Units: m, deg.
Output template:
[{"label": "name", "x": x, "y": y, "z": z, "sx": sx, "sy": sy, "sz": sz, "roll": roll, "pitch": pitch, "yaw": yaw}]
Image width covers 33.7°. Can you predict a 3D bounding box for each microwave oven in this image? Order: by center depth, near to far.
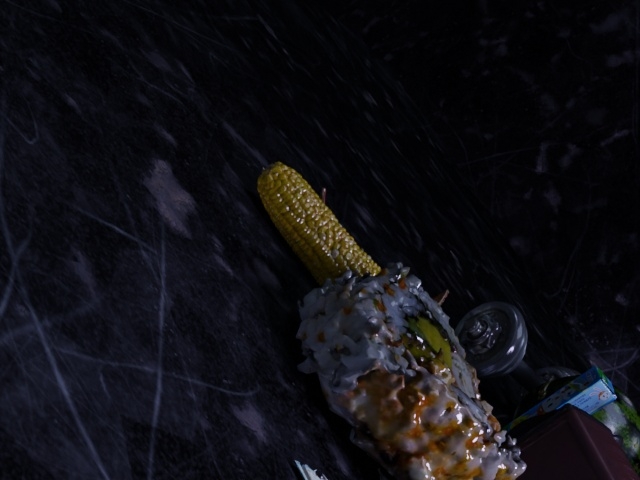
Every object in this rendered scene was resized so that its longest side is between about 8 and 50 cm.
[{"label": "microwave oven", "x": 0.383, "y": 0.407, "z": 1.724, "sx": 0.178, "sy": 0.247, "sz": 0.188, "roll": 34, "pitch": 23, "yaw": -43}]

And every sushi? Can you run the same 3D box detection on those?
[{"label": "sushi", "x": 0.137, "y": 0.208, "z": 1.565, "sx": 0.417, "sy": 0.176, "sz": 0.417, "roll": 47, "pitch": 15, "yaw": -17}]

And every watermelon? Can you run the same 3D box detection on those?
[{"label": "watermelon", "x": 0.492, "y": 0.391, "z": 2.045, "sx": 0.269, "sy": 0.269, "sz": 0.269, "roll": 47, "pitch": 16, "yaw": -19}]

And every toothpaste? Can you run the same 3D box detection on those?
[{"label": "toothpaste", "x": 0.411, "y": 0.328, "z": 1.917, "sx": 0.050, "sy": 0.266, "sz": 0.065, "roll": 49, "pitch": 17, "yaw": -12}]

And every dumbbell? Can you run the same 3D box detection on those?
[{"label": "dumbbell", "x": 0.428, "y": 0.280, "z": 2.243, "sx": 0.406, "sy": 0.179, "sz": 0.179, "roll": 41, "pitch": 19, "yaw": -33}]

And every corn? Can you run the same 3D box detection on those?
[{"label": "corn", "x": -0.002, "y": 0.003, "z": 1.772, "sx": 0.313, "sy": 0.102, "sz": 0.102, "roll": 49, "pitch": 16, "yaw": -1}]

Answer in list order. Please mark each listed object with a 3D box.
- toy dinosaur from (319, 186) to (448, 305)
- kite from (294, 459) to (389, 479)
[{"label": "toy dinosaur", "x": 0.088, "y": 0.039, "z": 1.918, "sx": 0.327, "sy": 0.113, "sz": 0.206, "roll": 49, "pitch": 16, "yaw": -7}, {"label": "kite", "x": 0.098, "y": 0.412, "z": 1.317, "sx": 0.406, "sy": 0.014, "sz": 0.368, "roll": 45, "pitch": 17, "yaw": -22}]
